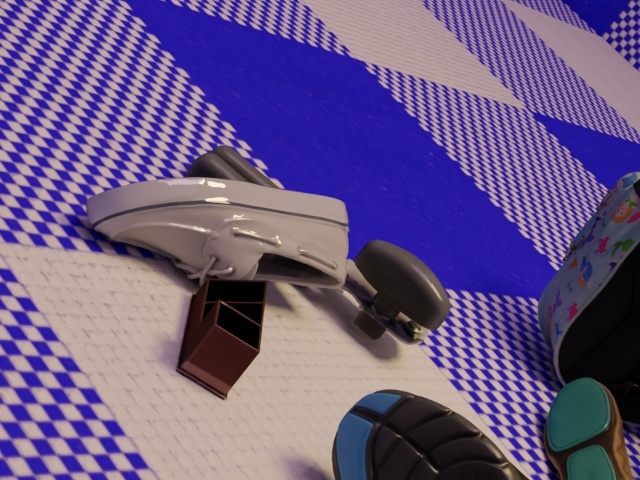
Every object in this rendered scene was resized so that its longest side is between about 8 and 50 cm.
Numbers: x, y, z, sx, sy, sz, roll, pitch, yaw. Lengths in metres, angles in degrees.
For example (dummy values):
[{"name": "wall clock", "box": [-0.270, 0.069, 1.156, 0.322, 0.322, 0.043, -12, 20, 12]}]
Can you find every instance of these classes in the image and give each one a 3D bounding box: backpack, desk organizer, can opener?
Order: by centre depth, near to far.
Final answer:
[{"name": "desk organizer", "box": [-0.076, 0.067, 1.288, 0.047, 0.050, 0.130, 33, 21, -13]}, {"name": "can opener", "box": [0.000, 0.000, 1.516, 0.280, 0.093, 0.074, 36, 21, 8]}, {"name": "backpack", "box": [0.361, 0.067, 1.731, 0.225, 0.253, 0.191, 27, 19, -20]}]

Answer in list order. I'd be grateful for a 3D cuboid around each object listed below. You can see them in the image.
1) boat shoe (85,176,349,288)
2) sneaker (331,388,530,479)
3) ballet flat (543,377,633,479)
[{"name": "boat shoe", "box": [-0.078, 0.000, 1.374, 0.258, 0.095, 0.084, 3, 72, -33]}, {"name": "sneaker", "box": [0.145, 0.250, 1.220, 0.341, 0.125, 0.139, 43, -1, 9]}, {"name": "ballet flat", "box": [0.259, 0.216, 1.530, 0.073, 0.080, 0.232, 61, 16, -19]}]
